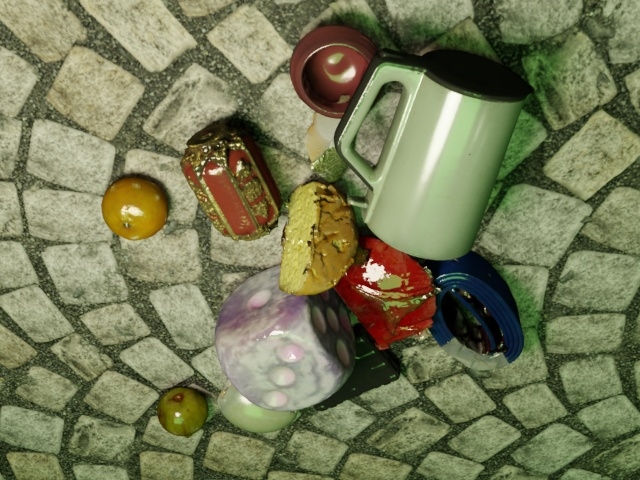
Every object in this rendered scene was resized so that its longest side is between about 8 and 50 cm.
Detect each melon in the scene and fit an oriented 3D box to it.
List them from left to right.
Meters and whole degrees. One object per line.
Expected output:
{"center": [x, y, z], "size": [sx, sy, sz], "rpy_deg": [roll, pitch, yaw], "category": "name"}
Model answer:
{"center": [0.009, -0.192, 1.579], "size": [0.093, 0.139, 0.202], "rpy_deg": [18, 132, 18], "category": "melon"}

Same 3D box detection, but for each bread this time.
{"center": [0.001, 0.004, 1.650], "size": [0.147, 0.261, 0.160], "rpy_deg": [10, 169, -28], "category": "bread"}

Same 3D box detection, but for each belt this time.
{"center": [0.377, 0.178, 1.821], "size": [0.212, 0.117, 0.347], "rpy_deg": [-27, 120, 21], "category": "belt"}

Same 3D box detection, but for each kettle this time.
{"center": [0.204, -0.189, 1.481], "size": [0.361, 0.250, 0.377], "rpy_deg": [11, 124, -7], "category": "kettle"}

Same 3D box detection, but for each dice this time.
{"center": [-0.085, 0.241, 1.802], "size": [0.270, 0.270, 0.271], "rpy_deg": [-23, 121, 20], "category": "dice"}

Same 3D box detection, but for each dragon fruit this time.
{"center": [0.136, 0.120, 1.737], "size": [0.282, 0.100, 0.343], "rpy_deg": [-28, 104, 36], "category": "dragon fruit"}

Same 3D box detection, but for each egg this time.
{"center": [-0.167, 0.449, 2.018], "size": [0.217, 0.183, 0.183], "rpy_deg": [32, 123, -8], "category": "egg"}

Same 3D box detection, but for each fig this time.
{"center": [-0.406, 0.519, 2.113], "size": [0.142, 0.148, 0.186], "rpy_deg": [-16, 119, -38], "category": "fig"}

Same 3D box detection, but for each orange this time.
{"center": [-0.434, -0.071, 1.686], "size": [0.156, 0.124, 0.156], "rpy_deg": [2, 123, 3], "category": "orange"}

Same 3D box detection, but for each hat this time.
{"center": [0.036, -0.347, 1.471], "size": [0.205, 0.089, 0.205], "rpy_deg": [3, 132, 3], "category": "hat"}

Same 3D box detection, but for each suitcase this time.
{"center": [0.057, 0.358, 2.008], "size": [0.285, 0.066, 0.206], "rpy_deg": [-27, 120, 22], "category": "suitcase"}

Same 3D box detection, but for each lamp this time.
{"center": [-0.194, -0.126, 1.607], "size": [0.177, 0.177, 0.274], "rpy_deg": [-16, 126, 15], "category": "lamp"}
